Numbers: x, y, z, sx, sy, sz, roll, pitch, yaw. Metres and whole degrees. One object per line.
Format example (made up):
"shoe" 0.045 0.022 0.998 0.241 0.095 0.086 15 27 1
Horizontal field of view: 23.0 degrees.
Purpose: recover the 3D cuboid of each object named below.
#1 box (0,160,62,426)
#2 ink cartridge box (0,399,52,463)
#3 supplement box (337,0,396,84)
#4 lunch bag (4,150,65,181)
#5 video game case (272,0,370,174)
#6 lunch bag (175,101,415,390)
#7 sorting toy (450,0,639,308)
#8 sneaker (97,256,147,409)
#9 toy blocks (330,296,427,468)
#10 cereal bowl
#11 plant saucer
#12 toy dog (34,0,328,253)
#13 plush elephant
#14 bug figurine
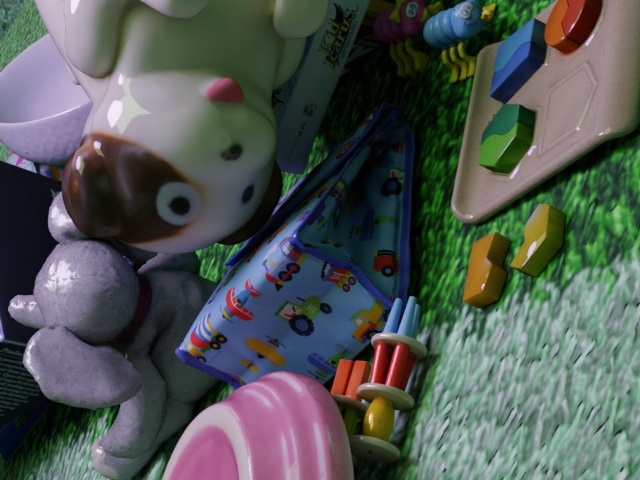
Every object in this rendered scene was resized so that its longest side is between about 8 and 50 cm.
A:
"box" -0.530 0.109 2.193 0.395 0.212 0.293 -30 63 25
"ink cartridge box" -0.519 0.158 2.353 0.165 0.065 0.332 -53 56 22
"supplement box" -0.023 -0.293 1.832 0.191 0.129 0.194 -37 57 39
"lunch bag" -0.443 -0.018 2.457 0.223 0.160 0.262 -56 29 23
"video game case" -0.071 -0.237 1.731 0.269 0.061 0.244 37 112 45
"lunch bag" 0.000 0.000 1.611 0.221 0.138 0.293 -45 17 38
"sorting toy" 0.193 -0.102 1.391 0.229 0.041 0.307 -31 38 50
"sneaker" -0.267 0.057 2.062 0.140 0.125 0.340 -30 42 43
"toy blocks" 0.045 0.128 1.435 0.123 0.054 0.148 -22 46 56
"cereal bowl" -0.334 -0.223 2.395 0.339 0.141 0.339 -19 33 13
"plant saucer" -0.079 0.277 1.416 0.332 0.084 0.332 -46 36 50
"toy dog" -0.170 -0.187 1.573 0.395 0.285 0.407 -33 60 38
"plush elephant" -0.234 0.092 1.789 0.330 0.255 0.271 -28 41 53
"bug figurine" 0.137 -0.292 1.667 0.216 0.072 0.279 -21 48 57
